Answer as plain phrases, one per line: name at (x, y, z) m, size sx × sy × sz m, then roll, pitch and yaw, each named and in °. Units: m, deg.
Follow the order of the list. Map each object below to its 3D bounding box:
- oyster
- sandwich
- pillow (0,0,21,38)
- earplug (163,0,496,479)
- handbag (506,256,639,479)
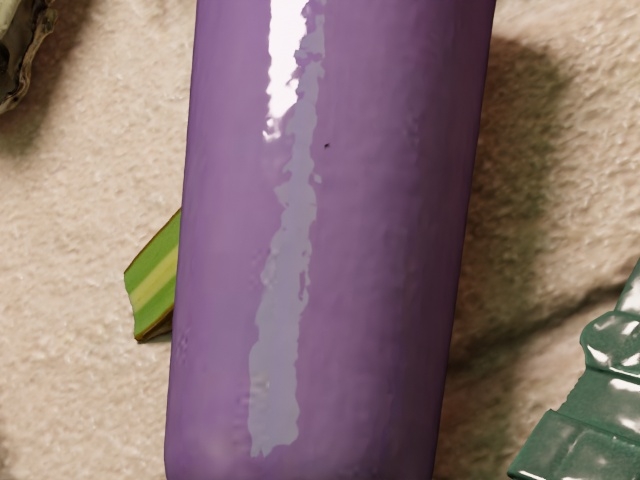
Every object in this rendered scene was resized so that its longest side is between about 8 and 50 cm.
oyster at (-0.260, -0.166, 1.384) m, size 0.108 × 0.053 × 0.166 m, roll 12°, pitch 76°, yaw 51°
sandwich at (-0.083, 0.026, 1.230) m, size 0.116 × 0.074 × 0.074 m, roll -43°, pitch 48°, yaw 39°
pillow at (-0.316, -0.256, 1.405) m, size 0.274 × 0.076 × 0.281 m, roll -1°, pitch 62°, yaw 49°
earplug at (0.000, 0.000, 1.096) m, size 0.215 × 0.215 × 0.456 m, roll -3°, pitch 67°, yaw 23°
handbag at (0.216, 0.164, 0.944) m, size 0.238 × 0.089 × 0.326 m, roll 19°, pitch 63°, yaw 35°
